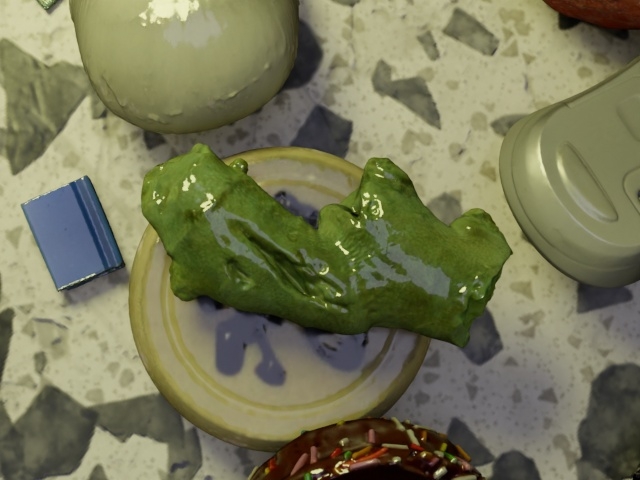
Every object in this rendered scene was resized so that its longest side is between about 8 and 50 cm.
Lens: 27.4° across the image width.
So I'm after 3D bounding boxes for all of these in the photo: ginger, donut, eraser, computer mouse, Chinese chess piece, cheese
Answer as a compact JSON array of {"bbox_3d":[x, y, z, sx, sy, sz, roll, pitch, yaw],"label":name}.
[{"bbox_3d":[0.005,0.002,1.015,0.290,0.089,0.137,5,103,1],"label":"ginger"},{"bbox_3d":[0.035,0.234,1.052,0.235,0.089,0.235,-5,125,-7],"label":"donut"},{"bbox_3d":[-0.213,-0.005,1.133,0.063,0.027,0.084,-23,86,-5],"label":"eraser"},{"bbox_3d":[0.287,-0.067,1.118,0.297,0.121,0.184,-31,76,-20],"label":"computer mouse"},{"bbox_3d":[-0.031,0.049,1.100,0.257,0.104,0.257,0,86,-3],"label":"Chinese chess piece"},{"bbox_3d":[-0.110,-0.171,1.084,0.198,0.189,0.154,-6,118,-2],"label":"cheese"}]

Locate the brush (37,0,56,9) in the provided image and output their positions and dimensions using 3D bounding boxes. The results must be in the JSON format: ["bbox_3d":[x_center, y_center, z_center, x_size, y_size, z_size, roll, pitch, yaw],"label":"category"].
[{"bbox_3d":[-0.283,-0.303,1.163,0.083,0.011,0.205,-44,88,-4],"label":"brush"}]

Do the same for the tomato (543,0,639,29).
[{"bbox_3d":[0.271,-0.275,1.092,0.232,0.232,0.188,-21,116,-4],"label":"tomato"}]

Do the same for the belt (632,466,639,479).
[{"bbox_3d":[0.424,0.246,1.098,0.325,0.122,0.260,6,81,-1],"label":"belt"}]
